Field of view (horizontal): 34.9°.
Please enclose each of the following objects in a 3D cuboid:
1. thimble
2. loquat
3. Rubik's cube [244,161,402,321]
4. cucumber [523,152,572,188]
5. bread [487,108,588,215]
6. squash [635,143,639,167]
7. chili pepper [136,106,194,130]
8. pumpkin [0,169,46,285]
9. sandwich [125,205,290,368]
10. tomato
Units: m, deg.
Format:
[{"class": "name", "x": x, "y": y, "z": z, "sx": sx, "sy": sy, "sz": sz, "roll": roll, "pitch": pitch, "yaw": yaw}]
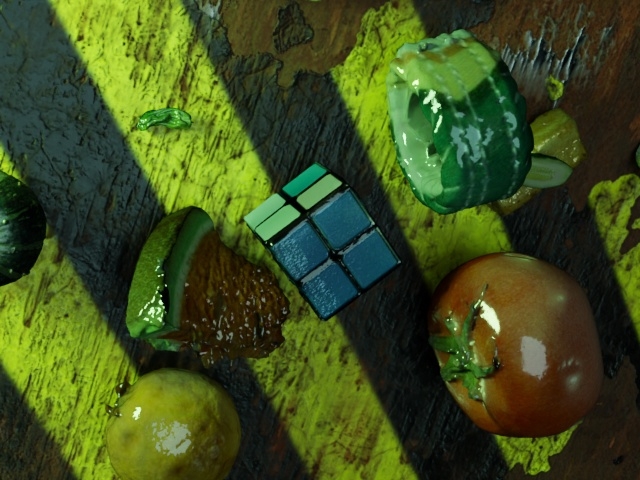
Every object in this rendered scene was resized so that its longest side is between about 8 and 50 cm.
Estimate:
[{"class": "thimble", "x": 0.219, "y": -0.192, "z": 1.659, "sx": 0.167, "sy": 0.254, "sz": 0.288, "roll": -17, "pitch": 95, "yaw": -13}, {"class": "loquat", "x": -0.241, "y": 0.323, "z": 1.692, "sx": 0.238, "sy": 0.193, "sz": 0.238, "roll": -4, "pitch": 111, "yaw": -11}, {"class": "Rubik's cube", "x": 0.001, "y": 0.000, "z": 1.685, "sx": 0.167, "sy": 0.180, "sz": 0.183, "roll": -36, "pitch": 111, "yaw": -5}, {"class": "cucumber", "x": 0.384, "y": -0.123, "z": 1.763, "sx": 0.107, "sy": 0.035, "sz": 0.067, "roll": 8, "pitch": 126, "yaw": -28}, {"class": "bread", "x": 0.373, "y": -0.142, "z": 1.817, "sx": 0.211, "sy": 0.083, "sz": 0.114, "roll": -33, "pitch": 118, "yaw": -7}, {"class": "squash", "x": 0.662, "y": -0.126, "z": 1.924, "sx": 0.105, "sy": 0.105, "sz": 0.132, "roll": -41, "pitch": 132, "yaw": -3}, {"class": "chili pepper", "x": -0.248, "y": -0.194, "z": 1.630, "sx": 0.091, "sy": 0.030, "sz": 0.034, "roll": -3, "pitch": 131, "yaw": -15}, {"class": "pumpkin", "x": -0.509, "y": -0.021, "z": 1.530, "sx": 0.190, "sy": 0.146, "sz": 0.190, "roll": -5, "pitch": 109, "yaw": -15}, {"class": "sandwich", "x": -0.187, "y": 0.106, "z": 1.676, "sx": 0.301, "sy": 0.250, "sz": 0.162, "roll": 34, "pitch": 136, "yaw": -32}, {"class": "tomato", "x": 0.343, "y": 0.164, "z": 1.759, "sx": 0.273, "sy": 0.341, "sz": 0.341, "roll": -20, "pitch": 111, "yaw": -18}]
